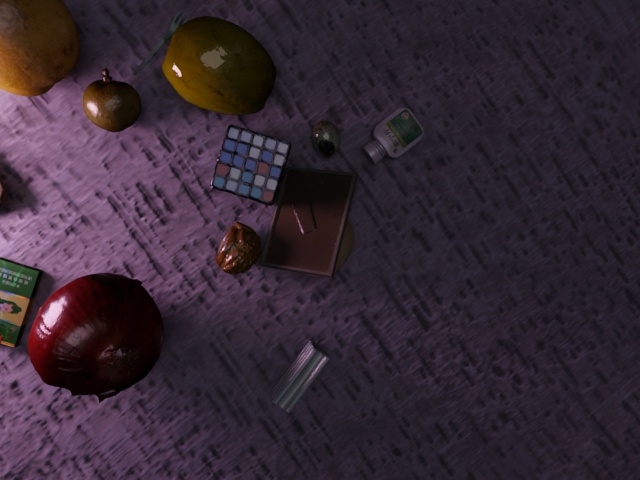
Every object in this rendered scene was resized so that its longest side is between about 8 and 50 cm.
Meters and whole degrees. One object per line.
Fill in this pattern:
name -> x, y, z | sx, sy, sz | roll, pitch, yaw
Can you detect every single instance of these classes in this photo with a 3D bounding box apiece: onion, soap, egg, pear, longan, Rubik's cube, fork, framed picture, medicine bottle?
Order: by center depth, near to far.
pear -> -0.800, -0.546, 1.490 | 0.314, 0.314, 0.314 | 0, 92, -5
onion -> -0.591, 0.241, 1.530 | 0.341, 0.341, 0.341 | 0, 92, -5
pear -> -0.276, -0.477, 1.568 | 0.307, 0.253, 0.253 | 25, 90, -12
longan -> -0.585, -0.392, 1.585 | 0.155, 0.145, 0.176 | -8, 119, -20
Rubik's cube -> -0.195, -0.209, 1.611 | 0.182, 0.187, 0.184 | 17, 93, -6
framed picture -> -0.035, -0.060, 1.623 | 0.232, 0.024, 0.315 | 9, 76, 22
fork -> -0.471, -0.575, 1.656 | 0.039, 0.021, 0.235 | 40, 90, -1
egg -> 0.017, -0.299, 1.676 | 0.085, 0.085, 0.110 | -5, 99, -5
soap -> -0.061, 0.400, 1.677 | 0.066, 0.119, 0.198 | 38, 89, -5
medicine bottle -> 0.214, -0.308, 1.702 | 0.183, 0.069, 0.119 | -37, 97, -2

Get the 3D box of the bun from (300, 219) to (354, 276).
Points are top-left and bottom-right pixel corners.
bun -> 0.000, 0.000, 1.664 | 0.222, 0.127, 0.222 | 0, 95, -4

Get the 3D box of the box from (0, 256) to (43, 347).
box -> -0.906, 0.179, 1.635 | 0.132, 0.034, 0.235 | 19, 91, -6

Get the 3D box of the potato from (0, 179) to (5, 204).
potato -> -1.043, -0.176, 1.586 | 0.264, 0.211, 0.189 | 17, 50, -36

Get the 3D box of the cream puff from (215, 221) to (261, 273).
cream puff -> -0.232, 0.027, 1.633 | 0.115, 0.150, 0.165 | 27, 51, -16
